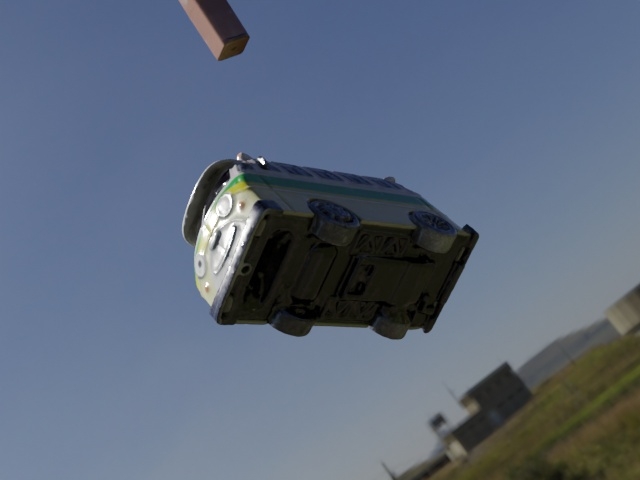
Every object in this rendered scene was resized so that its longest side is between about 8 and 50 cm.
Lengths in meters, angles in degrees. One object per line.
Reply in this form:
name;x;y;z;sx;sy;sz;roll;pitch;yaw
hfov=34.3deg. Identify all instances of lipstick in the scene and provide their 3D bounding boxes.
lipstick;-0.152;-0.311;1.378;0.045;0.145;0.045;-26;-14;-28

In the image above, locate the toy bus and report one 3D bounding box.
toy bus;0.000;0.000;1.135;0.305;0.179;0.143;5;-61;-39
